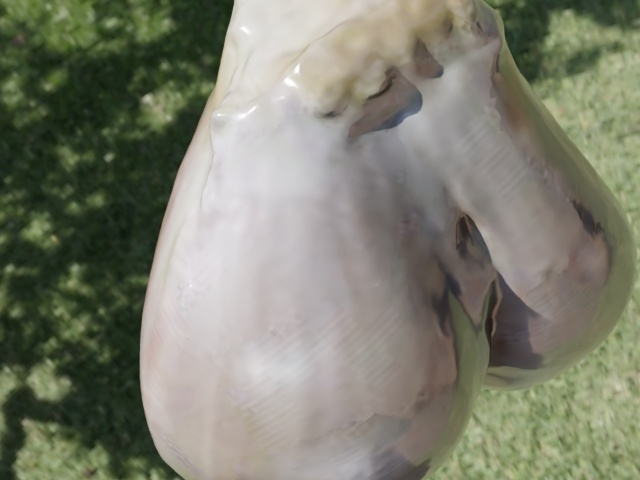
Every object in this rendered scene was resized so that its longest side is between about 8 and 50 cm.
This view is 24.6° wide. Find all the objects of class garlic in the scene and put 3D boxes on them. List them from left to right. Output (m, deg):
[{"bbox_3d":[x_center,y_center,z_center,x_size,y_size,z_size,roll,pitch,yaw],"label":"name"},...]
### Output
[{"bbox_3d":[0.000,0.000,0.691,0.231,0.246,0.340,-45,14,-2],"label":"garlic"}]
